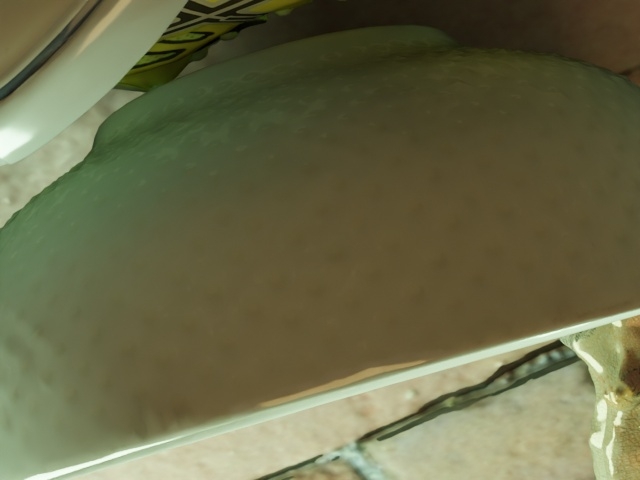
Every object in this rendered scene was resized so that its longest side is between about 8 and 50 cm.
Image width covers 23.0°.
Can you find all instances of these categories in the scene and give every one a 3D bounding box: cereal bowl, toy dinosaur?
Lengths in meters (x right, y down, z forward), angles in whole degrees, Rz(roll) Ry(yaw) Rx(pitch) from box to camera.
[{"bbox_3d":[0.000,0.000,0.673,0.339,0.141,0.339,-15,175,-1],"label":"cereal bowl"},{"bbox_3d":[0.242,0.147,0.923,0.296,0.127,0.200,23,118,-33],"label":"toy dinosaur"}]

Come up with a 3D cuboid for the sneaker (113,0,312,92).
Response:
[{"bbox_3d":[-0.046,-0.141,0.621,0.385,0.145,0.147,-3,140,7],"label":"sneaker"}]

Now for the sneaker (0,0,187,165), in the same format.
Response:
[{"bbox_3d":[-0.151,-0.070,0.527,0.258,0.094,0.091,-23,137,27],"label":"sneaker"}]
